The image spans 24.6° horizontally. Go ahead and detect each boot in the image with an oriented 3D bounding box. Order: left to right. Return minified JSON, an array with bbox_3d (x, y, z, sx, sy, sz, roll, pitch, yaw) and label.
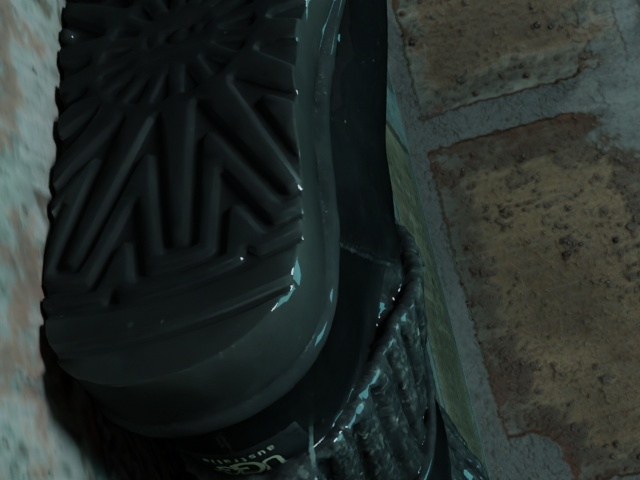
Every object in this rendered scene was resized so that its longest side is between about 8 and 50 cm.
[{"bbox_3d":[-0.004,0.002,0.650,0.260,0.131,0.348,56,31,-44],"label":"boot"}]
